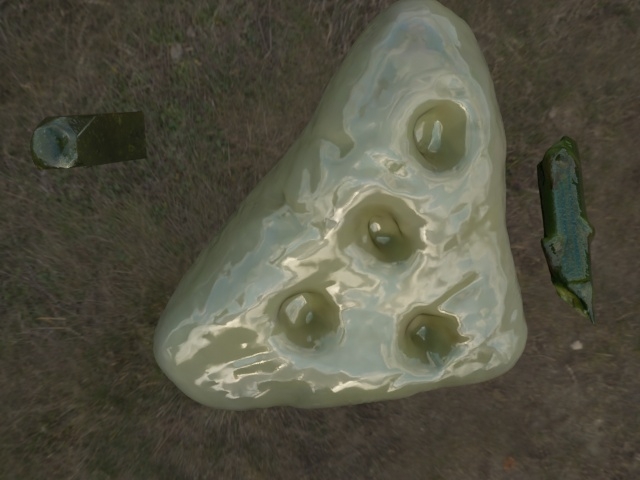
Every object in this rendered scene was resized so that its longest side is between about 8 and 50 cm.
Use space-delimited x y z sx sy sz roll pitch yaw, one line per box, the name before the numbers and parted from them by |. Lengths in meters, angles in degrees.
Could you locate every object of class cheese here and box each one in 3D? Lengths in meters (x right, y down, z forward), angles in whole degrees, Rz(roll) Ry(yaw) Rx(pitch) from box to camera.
cheese | 0.000 0.000 0.682 0.328 0.129 0.351 -16 122 -1

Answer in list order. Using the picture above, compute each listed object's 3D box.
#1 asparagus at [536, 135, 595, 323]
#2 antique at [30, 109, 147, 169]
asparagus | 0.120 -0.006 0.392 0.025 0.021 0.108 32 47 -32
antique | -0.345 -0.152 1.211 0.081 0.221 0.080 -2 99 14
